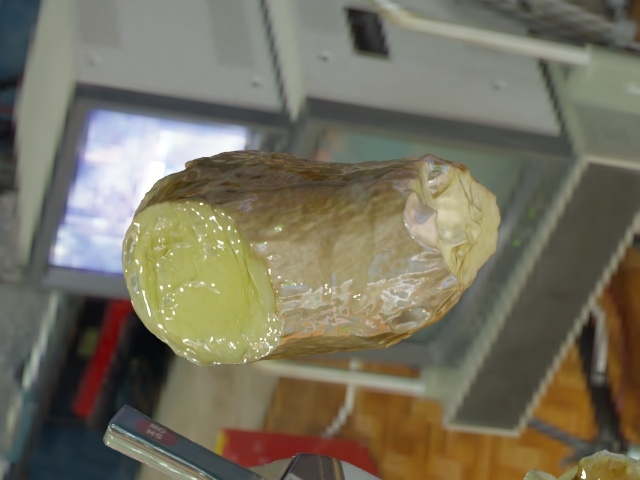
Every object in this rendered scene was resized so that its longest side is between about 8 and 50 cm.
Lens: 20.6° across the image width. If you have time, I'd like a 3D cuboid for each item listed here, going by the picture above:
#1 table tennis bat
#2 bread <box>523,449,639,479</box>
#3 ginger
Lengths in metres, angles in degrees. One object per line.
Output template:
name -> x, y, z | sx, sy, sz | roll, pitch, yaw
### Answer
table tennis bat -> -0.019, 0.202, 1.285 | 0.022, 0.301, 0.173 | -66, -7, 31
bread -> 0.240, 0.310, 1.100 | 0.300, 0.210, 0.341 | 36, 165, 33
ginger -> 0.000, 0.000, 1.184 | 0.275, 0.221, 0.130 | 22, 129, 51
